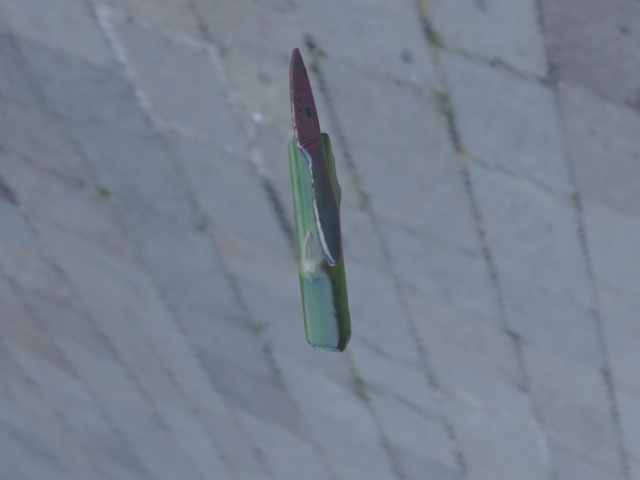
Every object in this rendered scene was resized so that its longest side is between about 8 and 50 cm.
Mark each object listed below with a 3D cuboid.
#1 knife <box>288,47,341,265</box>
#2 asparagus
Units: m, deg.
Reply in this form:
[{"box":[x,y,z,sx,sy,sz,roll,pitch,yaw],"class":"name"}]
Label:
[{"box":[-0.009,-0.086,1.920,0.035,0.247,0.018,8,149,-37],"class":"knife"},{"box":[-0.002,0.000,2.346,0.060,0.067,0.277,7,106,43],"class":"asparagus"}]
